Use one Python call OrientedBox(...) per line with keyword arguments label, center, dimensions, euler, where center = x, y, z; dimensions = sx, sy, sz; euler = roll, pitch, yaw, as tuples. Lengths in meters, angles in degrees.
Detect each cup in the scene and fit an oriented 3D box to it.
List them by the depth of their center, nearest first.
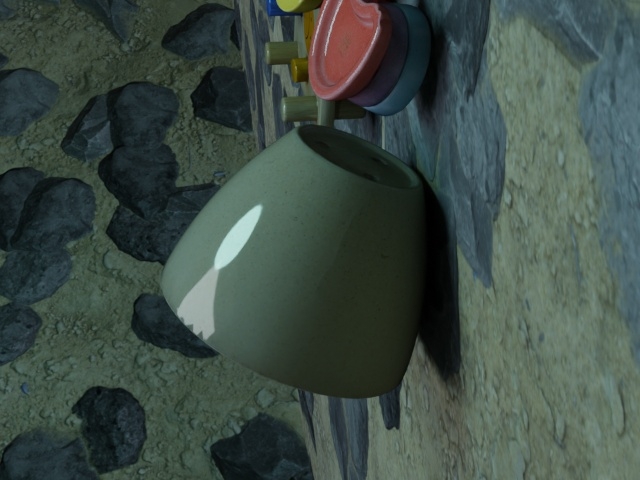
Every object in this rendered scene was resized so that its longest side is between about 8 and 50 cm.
OrientedBox(label="cup", center=(0.000, 0.000, 1.342), dimensions=(0.331, 0.331, 0.237), euler=(-111, 42, -61))

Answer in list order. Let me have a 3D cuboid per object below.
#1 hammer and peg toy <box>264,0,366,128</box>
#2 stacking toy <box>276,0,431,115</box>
OrientedBox(label="hammer and peg toy", center=(-0.003, -0.366, 1.589), dimensions=(0.266, 0.127, 0.361), euler=(-107, 16, -54))
OrientedBox(label="stacking toy", center=(0.082, -0.314, 1.282), dimensions=(0.279, 0.130, 0.309), euler=(-54, 38, 37))
